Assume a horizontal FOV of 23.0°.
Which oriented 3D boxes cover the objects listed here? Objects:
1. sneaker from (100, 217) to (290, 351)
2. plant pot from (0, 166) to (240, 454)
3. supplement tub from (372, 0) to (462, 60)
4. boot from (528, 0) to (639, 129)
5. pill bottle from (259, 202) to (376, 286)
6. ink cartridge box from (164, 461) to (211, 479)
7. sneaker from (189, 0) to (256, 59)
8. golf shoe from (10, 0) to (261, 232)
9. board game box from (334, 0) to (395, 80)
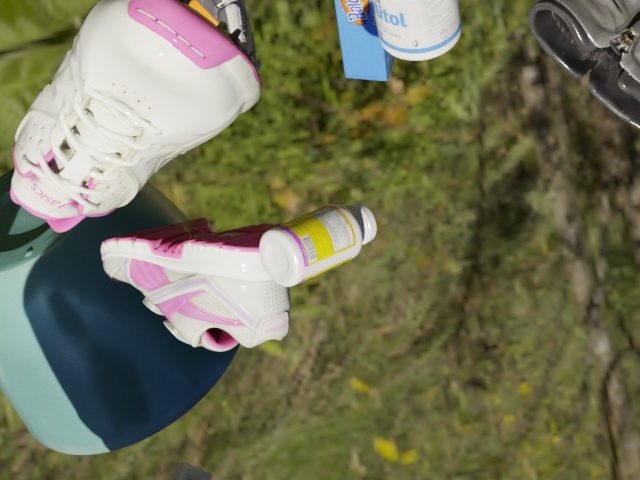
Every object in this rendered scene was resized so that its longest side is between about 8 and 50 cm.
[{"bbox_3d":[-0.115,0.044,1.413,0.103,0.111,0.252,-14,-169,-33],"label":"sneaker"},{"bbox_3d":[-0.259,0.045,1.706,0.293,0.235,0.293,-19,-141,16],"label":"plant pot"},{"bbox_3d":[0.074,-0.203,1.257,0.071,0.071,0.107,-12,137,3],"label":"supplement tub"},{"bbox_3d":[0.359,-0.177,1.447,0.338,0.222,0.118,30,157,-5],"label":"boot"},{"bbox_3d":[0.000,0.000,1.120,0.083,0.043,0.043,-23,-176,-37],"label":"pill bottle"},{"bbox_3d":[-0.185,0.350,1.538,0.045,0.206,0.208,26,136,-12],"label":"ink cartridge box"},{"bbox_3d":[-0.191,-0.300,1.798,0.180,0.321,0.124,-20,161,1],"label":"sneaker"},{"bbox_3d":[-0.123,-0.071,0.967,0.140,0.115,0.306,-56,-172,-13],"label":"golf shoe"},{"bbox_3d":[0.051,-0.283,1.499,0.047,0.160,0.210,6,138,14],"label":"board game box"}]
